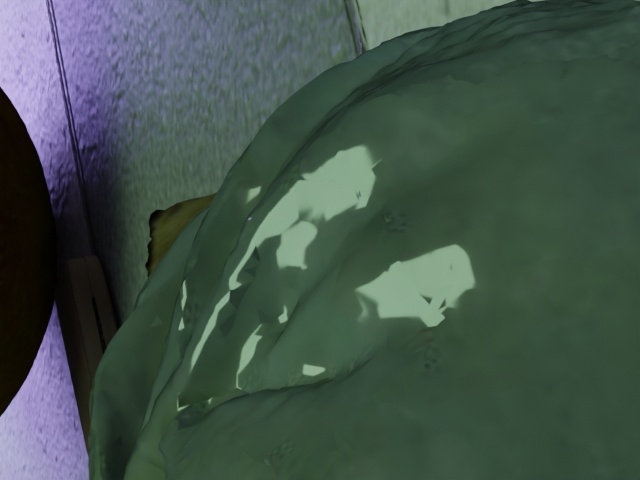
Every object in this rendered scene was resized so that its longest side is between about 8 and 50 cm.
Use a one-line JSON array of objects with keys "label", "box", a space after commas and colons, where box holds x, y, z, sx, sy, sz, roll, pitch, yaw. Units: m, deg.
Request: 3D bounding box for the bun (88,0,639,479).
[{"label": "bun", "box": [0.051, 0.109, 0.434, 0.354, 0.194, 0.354, 180, 90, -65]}]

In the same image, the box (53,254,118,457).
[{"label": "box", "box": [-0.130, 0.068, 1.033, 0.048, 0.025, 0.115, 119, 140, -58]}]

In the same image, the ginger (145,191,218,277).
[{"label": "ginger", "box": [-0.002, 0.001, 0.685, 0.123, 0.115, 0.193, -64, 25, 12]}]

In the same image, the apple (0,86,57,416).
[{"label": "apple", "box": [-0.353, 0.011, 1.079, 0.374, 0.384, 0.374, 162, 90, -81]}]
